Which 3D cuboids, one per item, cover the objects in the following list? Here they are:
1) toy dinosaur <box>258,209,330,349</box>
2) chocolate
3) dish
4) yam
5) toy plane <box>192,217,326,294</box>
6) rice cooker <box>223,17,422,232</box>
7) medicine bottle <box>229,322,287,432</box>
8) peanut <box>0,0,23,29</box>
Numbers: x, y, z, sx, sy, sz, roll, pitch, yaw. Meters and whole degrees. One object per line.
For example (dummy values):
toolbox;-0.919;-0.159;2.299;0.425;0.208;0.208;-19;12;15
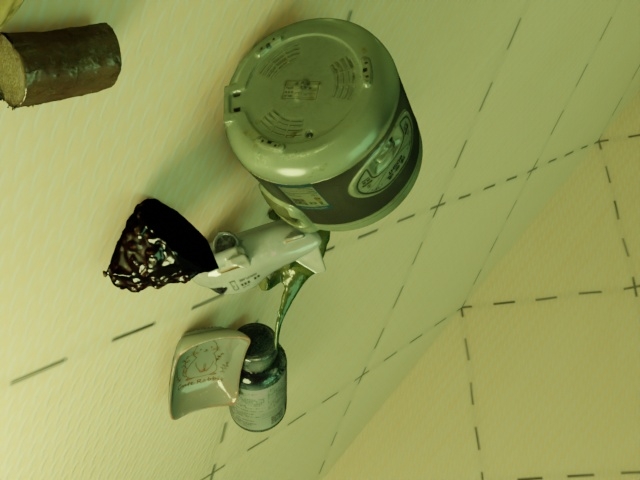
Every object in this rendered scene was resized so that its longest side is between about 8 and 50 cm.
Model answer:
toy dinosaur;0.000;0.000;1.381;0.301;0.087;0.447;-15;123;-55
chocolate;-0.260;0.028;0.989;0.133;0.156;0.156;-42;155;12
dish;-0.237;0.257;1.314;0.151;0.077;0.212;-7;131;-29
yam;-0.290;-0.196;0.719;0.127;0.084;0.084;-22;140;-41
toy plane;-0.115;0.032;1.139;0.245;0.117;0.244;-17;178;-1
rice cooker;0.012;-0.166;1.015;0.288;0.288;0.277;-51;153;-5
medicine bottle;-0.145;0.311;1.471;0.141;0.141;0.293;-36;149;-30
peanut;-0.262;-0.308;0.572;0.325;0.140;0.153;-50;170;-3
